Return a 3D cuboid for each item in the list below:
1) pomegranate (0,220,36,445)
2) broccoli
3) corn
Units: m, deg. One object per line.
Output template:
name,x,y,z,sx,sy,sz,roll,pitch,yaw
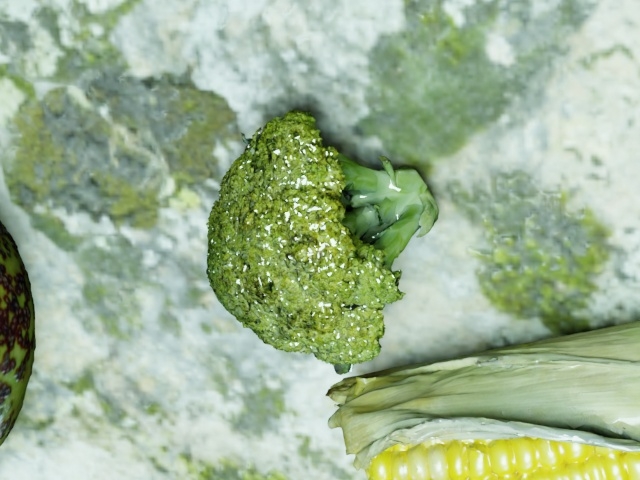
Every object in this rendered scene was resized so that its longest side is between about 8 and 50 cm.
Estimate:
pomegranate,-0.264,0.055,1.018,0.214,0.248,0.214,4,107,14
broccoli,0.000,0.000,0.994,0.120,0.130,0.131,-26,72,-16
corn,0.150,0.089,0.968,0.305,0.123,0.122,-11,132,17
